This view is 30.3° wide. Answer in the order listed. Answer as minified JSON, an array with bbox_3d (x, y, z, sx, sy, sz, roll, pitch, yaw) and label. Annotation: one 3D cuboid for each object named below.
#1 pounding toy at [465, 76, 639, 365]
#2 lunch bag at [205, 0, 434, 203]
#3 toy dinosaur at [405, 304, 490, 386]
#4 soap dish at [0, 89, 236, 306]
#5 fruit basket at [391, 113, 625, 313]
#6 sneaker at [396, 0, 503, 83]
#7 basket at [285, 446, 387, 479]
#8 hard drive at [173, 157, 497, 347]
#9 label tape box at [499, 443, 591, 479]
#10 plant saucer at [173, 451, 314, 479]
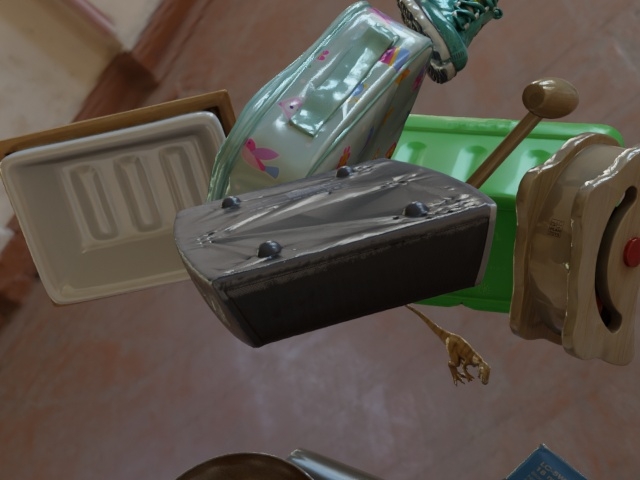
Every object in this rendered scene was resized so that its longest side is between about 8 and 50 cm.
[{"bbox_3d":[0.235,-0.025,1.120,0.155,0.154,0.269,19,114,46],"label":"pounding toy"},{"bbox_3d":[-0.003,-0.097,1.154,0.279,0.108,0.224,-52,-14,-35],"label":"lunch bag"},{"bbox_3d":[0.230,0.179,2.015,0.064,0.112,0.211,-34,46,-21],"label":"toy dinosaur"},{"bbox_3d":[-0.219,-0.054,1.430,0.291,0.228,0.118,-12,26,7],"label":"soap dish"},{"bbox_3d":[0.228,-0.045,1.636,0.392,0.282,0.392,-2,26,1],"label":"fruit basket"},{"bbox_3d":[0.150,-0.265,1.342,0.110,0.107,0.275,-19,24,16],"label":"sneaker"},{"bbox_3d":[0.037,0.426,1.824,0.227,0.154,0.204,27,47,20],"label":"basket"},{"bbox_3d":[0.000,0.000,0.725,0.172,0.054,0.255,-15,12,-8],"label":"hard drive"},{"bbox_3d":[0.192,0.353,1.041,0.106,0.241,0.333,-47,-9,-38],"label":"label tape box"},{"bbox_3d":[-0.118,0.447,1.643,0.311,0.050,0.310,-9,54,13],"label":"plant saucer"}]
